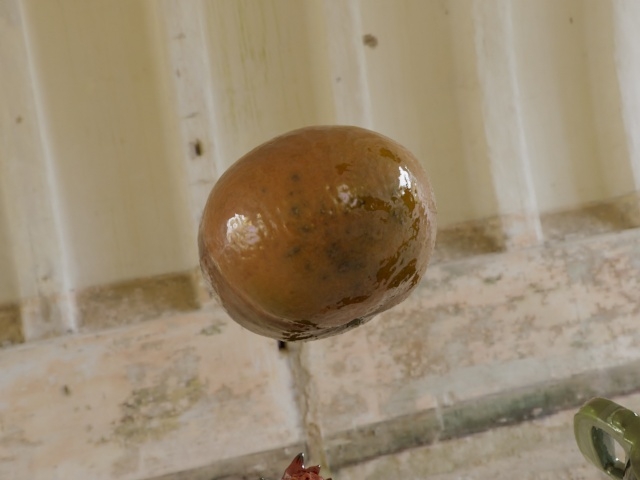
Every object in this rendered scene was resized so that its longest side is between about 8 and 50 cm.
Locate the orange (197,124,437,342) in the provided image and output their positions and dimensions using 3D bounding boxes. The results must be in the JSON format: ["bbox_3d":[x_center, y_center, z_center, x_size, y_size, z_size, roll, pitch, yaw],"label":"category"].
[{"bbox_3d":[0.000,0.000,0.756,0.240,0.171,0.240,-18,-19,-6],"label":"orange"}]

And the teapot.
[{"bbox_3d":[0.546,0.351,1.236,0.239,0.239,0.321,-25,30,8],"label":"teapot"}]

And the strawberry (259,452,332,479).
[{"bbox_3d":[-0.009,0.378,0.990,0.098,0.174,0.228,-23,18,9],"label":"strawberry"}]
